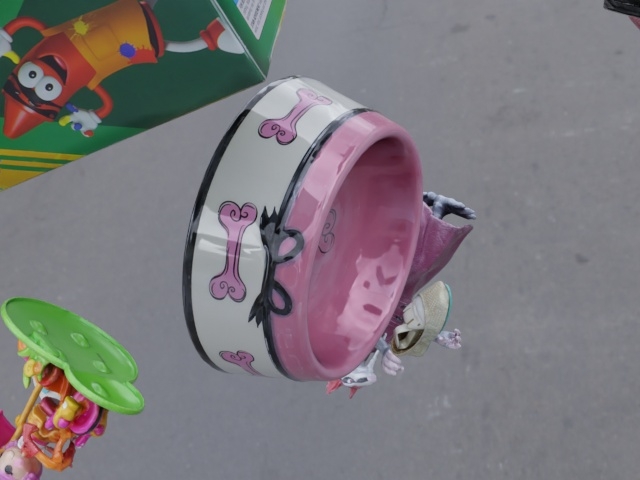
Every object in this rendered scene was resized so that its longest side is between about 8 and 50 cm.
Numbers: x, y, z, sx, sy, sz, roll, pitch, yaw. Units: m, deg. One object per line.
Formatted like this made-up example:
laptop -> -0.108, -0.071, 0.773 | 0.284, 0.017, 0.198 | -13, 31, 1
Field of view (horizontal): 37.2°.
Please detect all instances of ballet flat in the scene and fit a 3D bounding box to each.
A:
ballet flat -> 0.128, 0.111, 1.243 | 0.052, 0.168, 0.057 | -6, 57, -14

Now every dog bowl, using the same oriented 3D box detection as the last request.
dog bowl -> 0.000, 0.000, 1.237 | 0.150, 0.408, 0.408 | 17, 43, 25

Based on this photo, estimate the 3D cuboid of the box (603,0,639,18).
box -> 0.195, -0.249, 0.397 | 0.079, 0.322, 0.257 | -11, 21, -6

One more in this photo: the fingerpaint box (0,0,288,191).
fingerpaint box -> -0.213, -0.261, 0.907 | 0.371, 0.163, 0.445 | -18, 35, 23

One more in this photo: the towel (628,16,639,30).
towel -> 0.532, -0.249, 1.035 | 0.329, 0.237, 0.037 | -29, 20, 54

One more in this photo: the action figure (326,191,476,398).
action figure -> 0.094, 0.081, 1.522 | 0.276, 0.248, 0.370 | 33, 93, 24

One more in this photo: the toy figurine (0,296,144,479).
toy figurine -> -0.241, 0.159, 0.806 | 0.173, 0.130, 0.159 | 37, 98, 43

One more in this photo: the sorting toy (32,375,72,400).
sorting toy -> -0.368, 0.215, 1.362 | 0.083, 0.075, 0.045 | -7, 9, -16
